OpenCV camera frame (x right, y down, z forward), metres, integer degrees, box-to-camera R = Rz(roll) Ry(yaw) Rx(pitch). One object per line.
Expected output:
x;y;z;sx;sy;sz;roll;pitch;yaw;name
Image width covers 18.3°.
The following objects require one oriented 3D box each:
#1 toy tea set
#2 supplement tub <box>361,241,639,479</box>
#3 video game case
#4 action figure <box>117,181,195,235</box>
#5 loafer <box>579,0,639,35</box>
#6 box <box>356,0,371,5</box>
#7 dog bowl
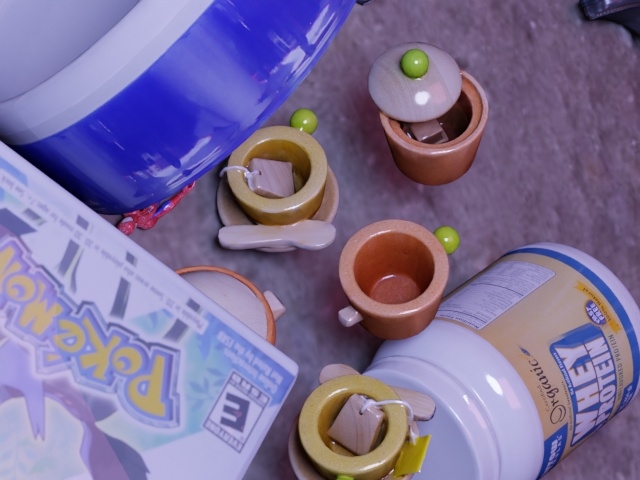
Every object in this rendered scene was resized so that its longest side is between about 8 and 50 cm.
0.000;0.000;1.296;0.200;0.124;0.336;12;62;10;toy tea set
0.125;0.101;1.410;0.199;0.144;0.144;-33;99;-40;supplement tub
-0.204;0.096;1.090;0.329;0.036;0.300;38;60;-15;video game case
-0.105;-0.044;1.341;0.038;0.030;0.115;51;54;-23;action figure
0.286;-0.194;1.680;0.170;0.062;0.061;-11;90;-39;loafer
-0.030;-0.265;1.454;0.207;0.036;0.114;23;65;-33;box
-0.095;-0.147;1.220;0.104;0.265;0.265;42;55;-25;dog bowl
